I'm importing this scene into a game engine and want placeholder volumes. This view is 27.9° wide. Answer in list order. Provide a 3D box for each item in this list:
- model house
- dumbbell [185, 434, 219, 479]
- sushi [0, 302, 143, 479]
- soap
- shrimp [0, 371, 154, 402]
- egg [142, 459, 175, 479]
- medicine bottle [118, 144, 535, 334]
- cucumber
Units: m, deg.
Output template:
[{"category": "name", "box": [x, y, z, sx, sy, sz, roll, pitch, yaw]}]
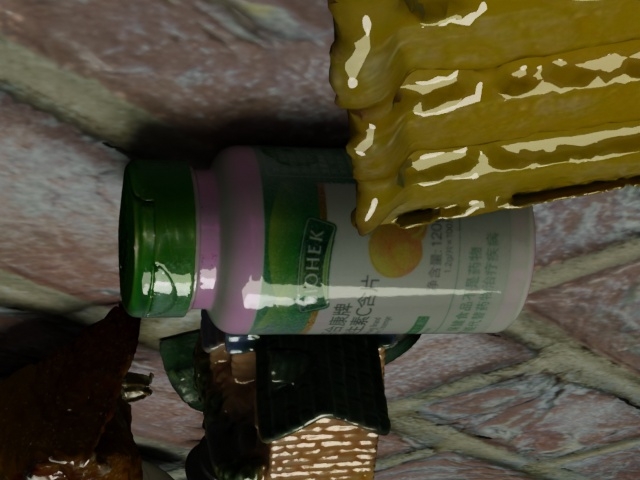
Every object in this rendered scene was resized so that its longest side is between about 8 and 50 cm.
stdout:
[{"category": "model house", "box": [-0.015, 0.095, 1.031, 0.166, 0.183, 0.172, -1, 140, -9]}, {"category": "dumbbell", "box": [-0.118, 0.259, 1.500, 0.069, 0.069, 0.147, 4, 153, -21]}, {"category": "sushi", "box": [-0.251, 0.196, 1.172, 0.166, 0.179, 0.296, -5, 136, -21]}, {"category": "soap", "box": [0.157, -0.135, 0.610, 0.335, 0.156, 0.293, -9, 153, 6]}, {"category": "shrimp", "box": [-0.268, 0.161, 1.283, 0.223, 0.048, 0.126, -7, 160, 9]}, {"category": "egg", "box": [-0.250, 0.328, 1.522, 0.209, 0.151, 0.151, 22, 143, -37]}, {"category": "medicine bottle", "box": [0.000, 0.000, 0.893, 0.274, 0.133, 0.133, 1, 154, -13]}, {"category": "cucumber", "box": [-0.017, 0.108, 1.210, 0.243, 0.063, 0.115, -17, 154, 20]}]
